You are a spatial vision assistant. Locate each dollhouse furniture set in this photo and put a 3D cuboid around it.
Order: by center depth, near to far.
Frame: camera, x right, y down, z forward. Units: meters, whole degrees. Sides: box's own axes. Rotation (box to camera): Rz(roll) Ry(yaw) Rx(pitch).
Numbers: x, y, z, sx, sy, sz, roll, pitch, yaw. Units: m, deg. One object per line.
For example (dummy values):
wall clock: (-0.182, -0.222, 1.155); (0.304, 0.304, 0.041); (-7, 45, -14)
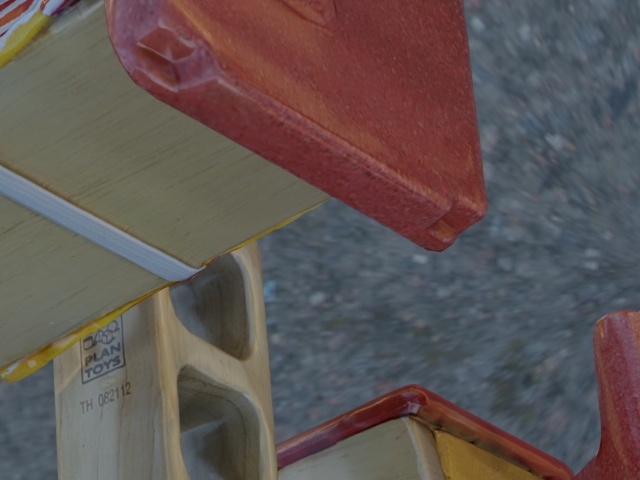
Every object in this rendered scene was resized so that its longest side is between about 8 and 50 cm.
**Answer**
dollhouse furniture set: (0.000, 0.000, 0.561); (0.201, 0.374, 0.152); (-26, 54, 30)
